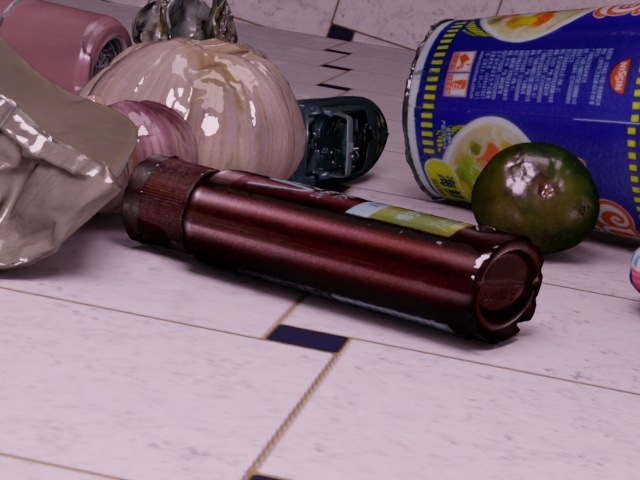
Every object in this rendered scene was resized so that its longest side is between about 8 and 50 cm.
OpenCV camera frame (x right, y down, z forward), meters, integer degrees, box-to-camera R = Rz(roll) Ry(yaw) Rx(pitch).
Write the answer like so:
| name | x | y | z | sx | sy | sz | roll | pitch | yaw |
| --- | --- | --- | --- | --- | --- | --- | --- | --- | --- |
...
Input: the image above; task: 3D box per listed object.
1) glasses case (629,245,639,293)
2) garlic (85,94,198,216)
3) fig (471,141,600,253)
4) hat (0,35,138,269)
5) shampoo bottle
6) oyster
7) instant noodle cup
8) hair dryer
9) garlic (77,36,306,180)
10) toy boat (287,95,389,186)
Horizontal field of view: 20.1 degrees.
| name | x | y | z | sx | sy | sz | roll | pitch | yaw |
| --- | --- | --- | --- | --- | --- | --- | --- | --- | --- |
| glasses case | 0.410 | 0.053 | 1.449 | 0.327 | 0.076 | 0.125 | 13 | 13 | 24 |
| garlic | -0.177 | -0.072 | 1.506 | 0.159 | 0.102 | 0.147 | -14 | 5 | -42 |
| fig | 0.195 | -0.039 | 1.709 | 0.117 | 0.117 | 0.177 | 8 | 0 | -4 |
| hat | -0.251 | -0.071 | 1.343 | 0.214 | 0.149 | 0.244 | 36 | 3 | -2 |
| shampoo bottle | 0.000 | 0.000 | 1.366 | 0.323 | 0.084 | 0.129 | 15 | 9 | 29 |
| oyster | -0.161 | -0.216 | 2.167 | 0.158 | 0.162 | 0.351 | 31 | -9 | -8 |
| instant noodle cup | 0.264 | -0.127 | 1.833 | 0.312 | 0.284 | 0.284 | 6 | 8 | 30 |
| hair dryer | -0.295 | -0.220 | 2.216 | 0.210 | 0.125 | 0.352 | 14 | 5 | 20 |
| garlic | -0.119 | -0.114 | 1.681 | 0.228 | 0.152 | 0.228 | 5 | 17 | -2 |
| toy boat | 0.019 | -0.107 | 1.908 | 0.103 | 0.093 | 0.246 | 6 | 8 | 25 |
